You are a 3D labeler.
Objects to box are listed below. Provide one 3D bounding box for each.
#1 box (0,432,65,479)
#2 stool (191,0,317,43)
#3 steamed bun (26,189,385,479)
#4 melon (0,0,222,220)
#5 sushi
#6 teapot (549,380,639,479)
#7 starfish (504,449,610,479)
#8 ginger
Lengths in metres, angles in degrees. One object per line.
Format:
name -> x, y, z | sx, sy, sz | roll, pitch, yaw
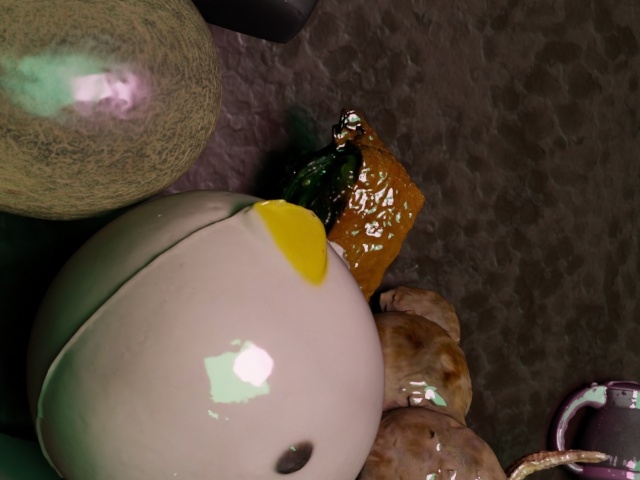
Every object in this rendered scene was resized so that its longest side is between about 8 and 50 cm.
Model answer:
box -> -0.175, 0.349, 1.394 | 0.367, 0.373, 0.090 | 22, 114, -36
stool -> -0.087, -0.294, 1.429 | 0.232, 0.232, 0.141 | 32, 79, -35
steamed bun -> -0.099, 0.124, 1.384 | 0.334, 0.334, 0.374 | -57, 156, -14
melon -> -0.243, -0.143, 1.324 | 0.329, 0.248, 0.248 | 4, 96, -34
sushi -> 0.001, 0.000, 1.597 | 0.140, 0.149, 0.287 | 24, 110, -19
teapot -> 0.375, 0.251, 1.942 | 0.116, 0.148, 0.146 | 41, 56, -71
starfish -> 0.216, 0.419, 1.693 | 0.132, 0.384, 0.398 | 16, 91, -11
ginger -> 0.081, 0.206, 1.616 | 0.256, 0.176, 0.375 | 6, 55, -4
